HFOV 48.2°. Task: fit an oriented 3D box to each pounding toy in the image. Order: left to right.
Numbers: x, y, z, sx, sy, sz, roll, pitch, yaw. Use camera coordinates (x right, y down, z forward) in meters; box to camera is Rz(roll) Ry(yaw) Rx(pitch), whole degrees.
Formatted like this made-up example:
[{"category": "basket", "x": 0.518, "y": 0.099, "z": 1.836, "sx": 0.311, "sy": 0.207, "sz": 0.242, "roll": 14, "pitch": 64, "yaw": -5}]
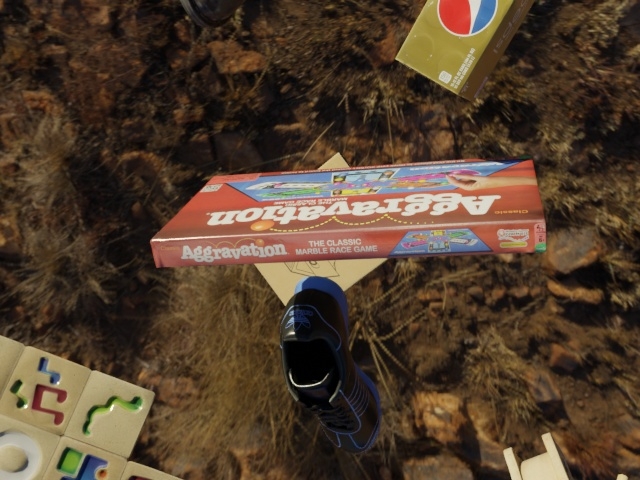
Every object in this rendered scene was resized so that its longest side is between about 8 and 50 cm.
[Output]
[{"category": "pounding toy", "x": 0.379, "y": 0.396, "z": 1.024, "sx": 0.155, "sy": 0.269, "sz": 0.154, "roll": -26, "pitch": 117, "yaw": 13}]

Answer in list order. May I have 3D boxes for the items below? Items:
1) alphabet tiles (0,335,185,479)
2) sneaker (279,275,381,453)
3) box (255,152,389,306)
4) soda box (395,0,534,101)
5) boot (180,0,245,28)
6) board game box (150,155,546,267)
[{"category": "alphabet tiles", "x": -0.292, "y": 0.214, "z": 0.554, "sx": 0.343, "sy": 0.011, "sz": 0.285, "roll": 22, "pitch": 74, "yaw": -7}, {"category": "sneaker", "x": 0.006, "y": 0.153, "z": 0.745, "sx": 0.081, "sy": 0.090, "sz": 0.232, "roll": -6, "pitch": 121, "yaw": 21}, {"category": "box", "x": 0.000, "y": 0.000, "z": 1.028, "sx": 0.201, "sy": 0.021, "sz": 0.164, "roll": -38, "pitch": 85, "yaw": 15}, {"category": "soda box", "x": 0.134, "y": -0.202, "z": 0.547, "sx": 0.061, "sy": 0.058, "sz": 0.181, "roll": 35, "pitch": 106, "yaw": 19}, {"category": "boot", "x": 0.005, "y": -0.300, "z": 0.638, "sx": 0.229, "sy": 0.091, "sz": 0.263, "roll": 17, "pitch": 72, "yaw": 40}, {"category": "board game box", "x": 0.025, "y": -0.025, "z": 0.563, "sx": 0.281, "sy": 0.145, "sz": 0.027, "roll": -3, "pitch": 115, "yaw": 13}]
